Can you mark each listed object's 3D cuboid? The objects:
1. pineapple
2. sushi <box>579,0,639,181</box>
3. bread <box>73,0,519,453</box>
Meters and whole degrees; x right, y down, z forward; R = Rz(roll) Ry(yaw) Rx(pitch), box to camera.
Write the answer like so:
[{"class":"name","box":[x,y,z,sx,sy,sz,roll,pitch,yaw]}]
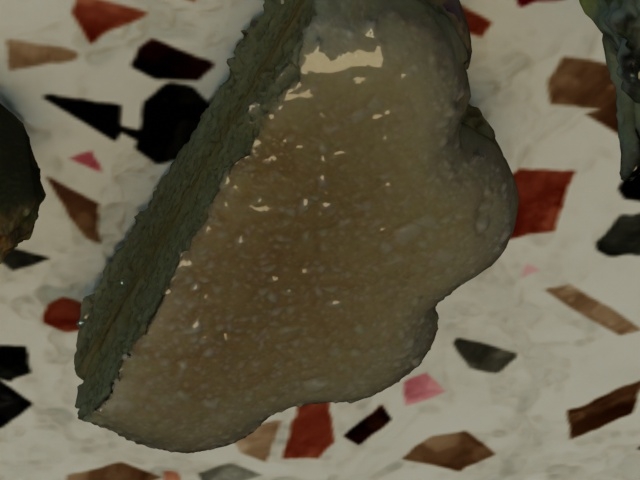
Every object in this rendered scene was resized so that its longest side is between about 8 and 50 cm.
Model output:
[{"class":"pineapple","box":[-0.232,-0.005,1.006,0.108,0.108,0.197,29,135,-32]},{"class":"sushi","box":[0.178,-0.155,0.841,0.139,0.184,0.274,-12,138,6]},{"class":"bread","box":[-0.003,-0.004,1.037,0.183,0.102,0.337,14,130,-26]}]
